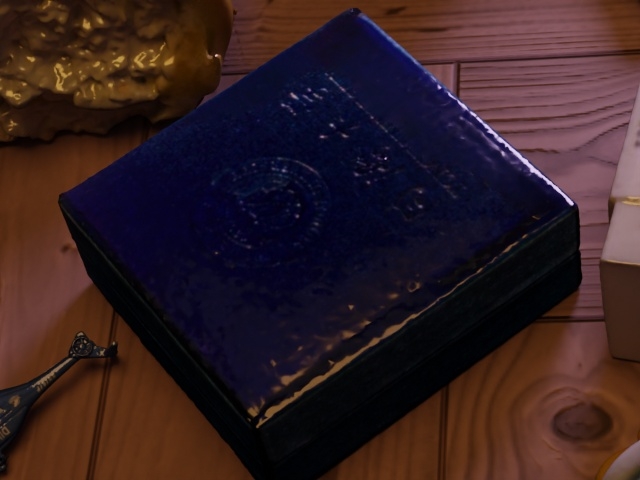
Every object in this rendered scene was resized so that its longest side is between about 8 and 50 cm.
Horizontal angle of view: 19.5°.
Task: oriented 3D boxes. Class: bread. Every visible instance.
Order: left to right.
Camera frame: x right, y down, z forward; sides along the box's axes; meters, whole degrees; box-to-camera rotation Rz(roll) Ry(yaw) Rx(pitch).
[{"bbox_3d":[-0.226,-0.232,1.495,0.315,0.211,0.270,-5,52,4],"label":"bread"}]

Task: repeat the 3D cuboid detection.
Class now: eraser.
[{"bbox_3d":[0.262,-0.057,1.324,0.081,0.124,0.279,8,56,18],"label":"eraser"}]

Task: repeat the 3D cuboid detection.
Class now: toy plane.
[{"bbox_3d":[-0.219,0.120,1.341,0.167,0.054,0.062,-38,81,-16],"label":"toy plane"}]

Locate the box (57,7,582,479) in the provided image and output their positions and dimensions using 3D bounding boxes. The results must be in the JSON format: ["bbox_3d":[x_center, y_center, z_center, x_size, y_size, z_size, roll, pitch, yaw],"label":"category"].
[{"bbox_3d":[0.000,0.000,1.345,0.279,0.116,0.261,-34,55,-16],"label":"box"}]

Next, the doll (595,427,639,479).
[{"bbox_3d":[0.262,0.231,1.104,0.177,0.141,0.314,-50,37,23],"label":"doll"}]
